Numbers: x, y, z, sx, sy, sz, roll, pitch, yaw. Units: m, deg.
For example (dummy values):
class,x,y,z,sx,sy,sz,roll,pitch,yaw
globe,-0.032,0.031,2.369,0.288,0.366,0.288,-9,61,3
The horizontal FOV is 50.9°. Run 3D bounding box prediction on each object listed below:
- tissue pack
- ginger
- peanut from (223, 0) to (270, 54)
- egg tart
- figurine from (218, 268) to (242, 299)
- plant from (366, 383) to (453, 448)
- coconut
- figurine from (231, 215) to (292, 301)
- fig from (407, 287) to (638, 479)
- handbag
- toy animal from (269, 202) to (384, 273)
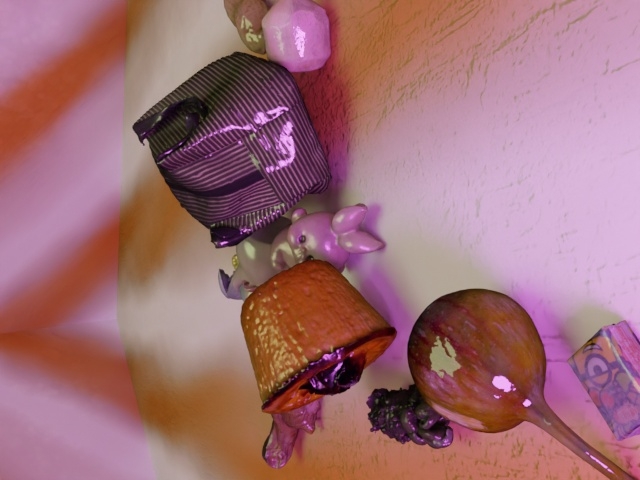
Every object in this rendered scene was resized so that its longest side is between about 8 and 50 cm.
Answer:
class,x,y,z,sx,sy,sz,roll,pitch,yaw
tissue pack,0.260,0.121,0.582,0.063,0.035,0.083,113,143,-46
ginger,-0.049,0.315,1.244,0.122,0.084,0.290,44,134,24
peanut,-0.130,-0.418,1.258,0.187,0.082,0.082,61,146,38
egg tart,-0.014,0.137,0.932,0.171,0.215,0.215,57,145,21
figurine,-0.170,0.090,1.449,0.094,0.086,0.082,52,-157,-45
plant,0.118,0.227,0.863,0.085,0.087,0.174,55,160,-6
coconut,-0.039,-0.328,1.052,0.110,0.110,0.125,32,130,59
figurine,-0.104,0.073,1.243,0.155,0.127,0.236,36,132,35
fig,0.190,0.152,0.644,0.245,0.149,0.149,41,132,40
handbag,-0.151,-0.153,1.113,0.340,0.240,0.247,40,159,58
toy animal,-0.001,0.002,1.019,0.212,0.124,0.124,151,111,-67
